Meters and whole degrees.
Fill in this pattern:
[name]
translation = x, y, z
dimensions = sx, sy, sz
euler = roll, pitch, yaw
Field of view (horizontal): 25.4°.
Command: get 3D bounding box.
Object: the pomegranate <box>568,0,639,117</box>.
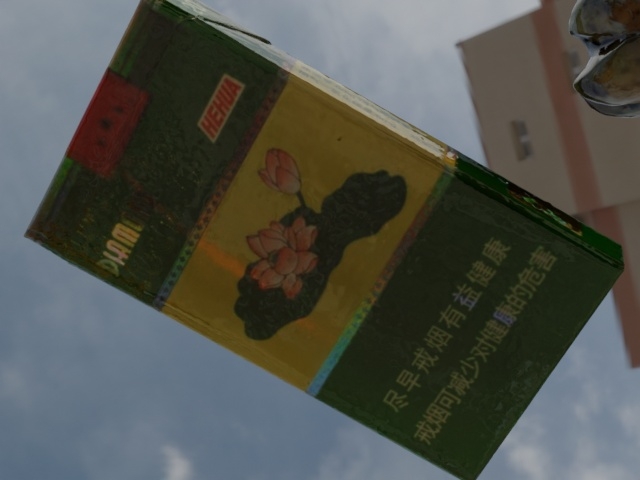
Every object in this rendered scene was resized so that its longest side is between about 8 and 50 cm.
[pomegranate]
translation = 0.202, -0.090, 0.467
dimensions = 0.202, 0.247, 0.202
euler = 40, -136, -54

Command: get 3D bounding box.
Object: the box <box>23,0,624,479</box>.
[box]
translation = 0.000, 0.000, 0.628
dimensions = 0.235, 0.132, 0.034
euler = 29, -157, -3
